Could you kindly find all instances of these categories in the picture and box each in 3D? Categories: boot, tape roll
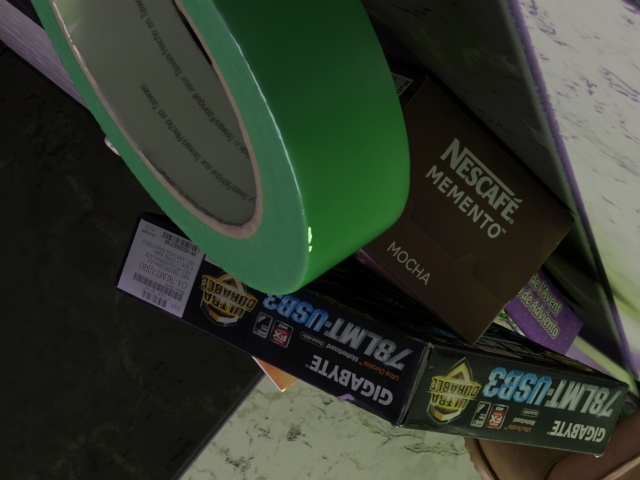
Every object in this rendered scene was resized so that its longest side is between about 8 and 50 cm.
[{"bbox_3d":[0.255,0.189,1.705,0.269,0.089,0.236,-42,66,54],"label":"boot"},{"bbox_3d":[-0.075,-0.121,1.097,0.321,0.077,0.321,47,158,25],"label":"tape roll"}]

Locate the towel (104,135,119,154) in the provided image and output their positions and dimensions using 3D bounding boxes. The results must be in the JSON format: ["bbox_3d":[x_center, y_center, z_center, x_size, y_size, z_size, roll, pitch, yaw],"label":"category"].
[{"bbox_3d":[-0.016,-0.024,1.889,0.317,0.053,0.332,2,148,50],"label":"towel"}]

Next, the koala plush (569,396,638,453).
[{"bbox_3d":[0.313,0.265,1.884,0.221,0.196,0.203,40,164,-7],"label":"koala plush"}]

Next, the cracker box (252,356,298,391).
[{"bbox_3d":[-0.054,0.041,1.717,0.155,0.067,0.232,51,-174,-4],"label":"cracker box"}]

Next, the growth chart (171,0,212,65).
[{"bbox_3d":[-0.099,-0.148,1.572,0.172,0.021,0.237,63,-179,-19],"label":"growth chart"}]

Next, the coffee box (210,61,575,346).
[{"bbox_3d":[0.028,-0.052,1.366,0.168,0.119,0.297,42,174,-29],"label":"coffee box"}]

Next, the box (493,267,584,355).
[{"bbox_3d":[0.068,0.006,1.641,0.293,0.057,0.201,19,161,43],"label":"box"}]

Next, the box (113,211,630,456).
[{"bbox_3d":[0.043,0.072,1.428,0.293,0.073,0.295,26,-172,37],"label":"box"}]
